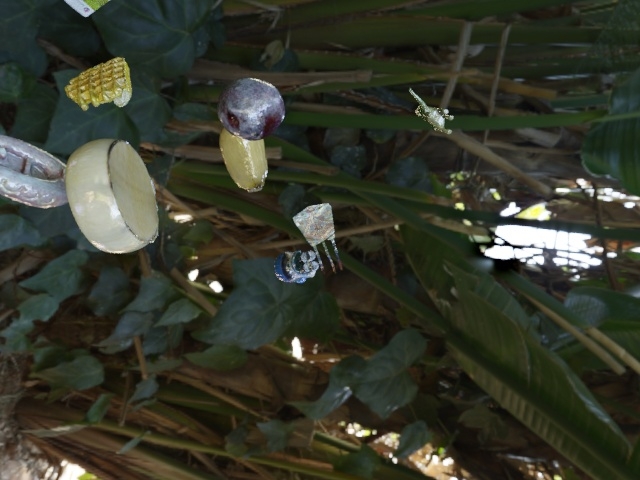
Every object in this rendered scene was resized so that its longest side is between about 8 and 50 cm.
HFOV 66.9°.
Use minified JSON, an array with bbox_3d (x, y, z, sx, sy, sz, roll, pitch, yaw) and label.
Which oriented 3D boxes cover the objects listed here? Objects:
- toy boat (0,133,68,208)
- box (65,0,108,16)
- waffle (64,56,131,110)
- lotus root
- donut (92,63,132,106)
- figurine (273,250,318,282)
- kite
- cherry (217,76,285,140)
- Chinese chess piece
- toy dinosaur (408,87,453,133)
[{"bbox_3d":[-0.644,-0.160,1.067,0.227,0.085,0.155,31,30,-42],"label":"toy boat"},{"bbox_3d":[-0.637,-0.833,1.413,0.200,0.299,0.106,62,10,15],"label":"box"},{"bbox_3d":[-0.752,-0.516,1.627,0.057,0.219,0.229,73,-4,-48],"label":"waffle"},{"bbox_3d":[-0.255,-0.295,1.600,0.146,0.130,0.303,-56,146,-46],"label":"lotus root"},{"bbox_3d":[-0.773,-0.601,1.834,0.166,0.065,0.108,56,31,-27],"label":"donut"},{"bbox_3d":[-0.056,0.063,1.146,0.149,0.087,0.086,-18,-88,68],"label":"figurine"},{"bbox_3d":[0.000,0.000,1.539,0.016,0.127,0.229,-21,94,-82],"label":"kite"},{"bbox_3d":[-0.204,-0.373,1.377,0.195,0.195,0.195,4,90,-85],"label":"cherry"},{"bbox_3d":[-0.457,-0.099,1.085,0.257,0.104,0.257,-14,90,-88],"label":"Chinese chess piece"},{"bbox_3d":[0.173,-0.207,0.789,0.060,0.119,0.029,27,-90,57],"label":"toy dinosaur"}]
